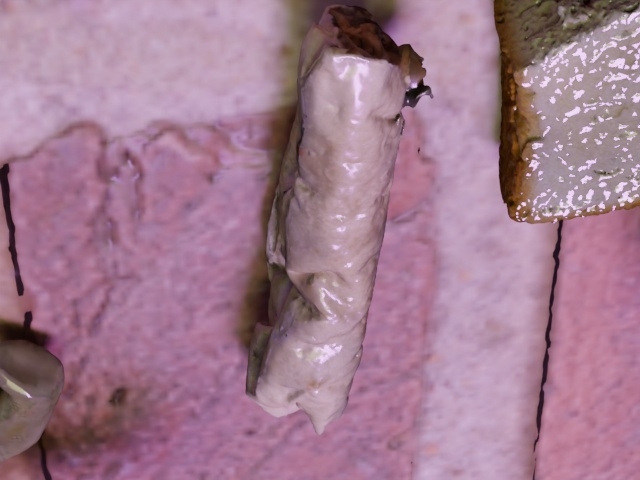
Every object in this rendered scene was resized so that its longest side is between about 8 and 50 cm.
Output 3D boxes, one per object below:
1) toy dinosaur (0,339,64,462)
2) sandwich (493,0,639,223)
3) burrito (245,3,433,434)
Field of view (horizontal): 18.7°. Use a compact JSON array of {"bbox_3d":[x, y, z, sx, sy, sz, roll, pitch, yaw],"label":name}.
[{"bbox_3d":[-0.168,0.095,0.707,0.294,0.077,0.162,37,126,-19],"label":"toy dinosaur"},{"bbox_3d":[0.107,-0.051,0.622,0.105,0.035,0.093,-5,135,-4],"label":"sandwich"},{"bbox_3d":[0.000,0.000,0.650,0.041,0.045,0.185,-27,143,-33],"label":"burrito"}]
